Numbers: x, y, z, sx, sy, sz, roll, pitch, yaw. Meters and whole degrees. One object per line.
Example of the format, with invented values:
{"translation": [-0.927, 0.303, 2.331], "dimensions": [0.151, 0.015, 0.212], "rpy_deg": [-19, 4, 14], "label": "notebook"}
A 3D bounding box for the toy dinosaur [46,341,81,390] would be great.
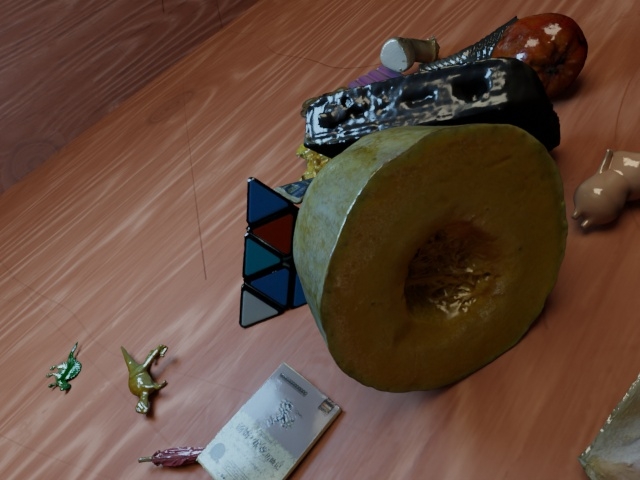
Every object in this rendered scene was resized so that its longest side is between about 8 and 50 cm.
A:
{"translation": [-0.522, 0.263, 0.954], "dimensions": [0.060, 0.029, 0.119], "rpy_deg": [-3, 37, 8], "label": "toy dinosaur"}

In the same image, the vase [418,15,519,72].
{"translation": [0.359, -0.428, 1.092], "dimensions": [0.237, 0.115, 0.115], "rpy_deg": [-17, 39, 23], "label": "vase"}

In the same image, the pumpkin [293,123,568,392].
{"translation": [0.119, 0.000, 0.587], "dimensions": [0.332, 0.332, 0.199], "rpy_deg": [-33, 33, -3], "label": "pumpkin"}

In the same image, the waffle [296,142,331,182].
{"translation": [0.045, -0.208, 1.074], "dimensions": [0.291, 0.051, 0.291], "rpy_deg": [-20, 44, 21], "label": "waffle"}

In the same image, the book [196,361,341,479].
{"translation": [-0.072, 0.270, 0.640], "dimensions": [0.127, 0.014, 0.182], "rpy_deg": [26, 60, 40], "label": "book"}

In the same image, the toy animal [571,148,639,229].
{"translation": [0.429, -0.074, 0.664], "dimensions": [0.150, 0.083, 0.089], "rpy_deg": [-39, 50, 8], "label": "toy animal"}

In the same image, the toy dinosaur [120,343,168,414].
{"translation": [-0.338, 0.249, 0.833], "dimensions": [0.162, 0.039, 0.126], "rpy_deg": [-7, 45, 29], "label": "toy dinosaur"}

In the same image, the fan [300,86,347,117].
{"translation": [0.003, -0.379, 1.336], "dimensions": [0.152, 0.008, 0.226], "rpy_deg": [-12, 40, 20], "label": "fan"}

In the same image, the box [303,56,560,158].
{"translation": [0.190, -0.179, 0.764], "dimensions": [0.359, 0.350, 0.091], "rpy_deg": [-2, 87, 32], "label": "box"}

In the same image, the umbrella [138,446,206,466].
{"translation": [-0.196, 0.317, 0.676], "dimensions": [0.165, 0.025, 0.027], "rpy_deg": [-12, 25, 17], "label": "umbrella"}

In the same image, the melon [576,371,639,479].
{"translation": [0.315, 0.195, 0.430], "dimensions": [0.139, 0.093, 0.202], "rpy_deg": [-21, 33, 24], "label": "melon"}

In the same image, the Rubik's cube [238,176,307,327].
{"translation": [0.000, 0.000, 0.801], "dimensions": [0.234, 0.250, 0.284], "rpy_deg": [14, 48, 18], "label": "Rubik's cube"}

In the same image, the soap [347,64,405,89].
{"translation": [0.164, -0.380, 1.185], "dimensions": [0.122, 0.065, 0.203], "rpy_deg": [-30, 38, 0], "label": "soap"}

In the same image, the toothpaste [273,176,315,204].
{"translation": [-0.019, -0.102, 0.895], "dimensions": [0.057, 0.035, 0.197], "rpy_deg": [33, 27, 16], "label": "toothpaste"}

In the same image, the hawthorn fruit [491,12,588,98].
{"translation": [0.435, -0.363, 0.926], "dimensions": [0.173, 0.173, 0.179], "rpy_deg": [-41, 18, -14], "label": "hawthorn fruit"}

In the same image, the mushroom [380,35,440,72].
{"translation": [0.235, -0.491, 1.200], "dimensions": [0.092, 0.081, 0.223], "rpy_deg": [24, 33, 29], "label": "mushroom"}
